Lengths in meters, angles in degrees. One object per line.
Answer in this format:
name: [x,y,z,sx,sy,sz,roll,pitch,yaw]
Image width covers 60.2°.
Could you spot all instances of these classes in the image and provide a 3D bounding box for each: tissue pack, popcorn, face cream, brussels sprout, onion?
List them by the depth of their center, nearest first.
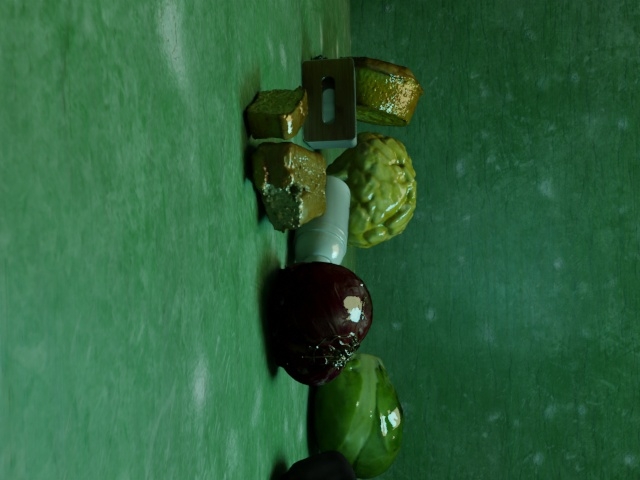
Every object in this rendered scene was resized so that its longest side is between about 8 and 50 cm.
onion: [-0.003,0.179,1.193,0.221,0.281,0.281,-6,97,-38]
face cream: [0.000,0.000,1.444,0.145,0.145,0.370,80,11,-46]
tissue pack: [0.031,-0.414,1.693,0.136,0.159,0.246,1,87,-84]
brussels sprout: [0.114,0.535,1.698,0.315,0.276,0.371,58,30,-81]
popcorn: [0.169,-0.162,1.902,0.390,0.354,0.344,-47,168,-1]

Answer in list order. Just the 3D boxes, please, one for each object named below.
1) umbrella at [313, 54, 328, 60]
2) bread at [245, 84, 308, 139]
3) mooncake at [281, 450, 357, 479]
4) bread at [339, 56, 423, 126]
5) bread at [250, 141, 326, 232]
umbrella: [0.011,-0.590,1.933,0.235,0.059,0.066,17,55,-83]
bread: [-0.080,-0.251,1.077,0.187,0.103,0.065,-82,168,-56]
mooncake: [0.006,0.605,1.183,0.283,0.141,0.283,171,-90,-71]
bread: [0.203,-0.588,2.187,0.398,0.398,0.215,-6,108,-82]
bread: [-0.062,-0.111,1.180,0.380,0.109,0.185,-27,120,-80]
